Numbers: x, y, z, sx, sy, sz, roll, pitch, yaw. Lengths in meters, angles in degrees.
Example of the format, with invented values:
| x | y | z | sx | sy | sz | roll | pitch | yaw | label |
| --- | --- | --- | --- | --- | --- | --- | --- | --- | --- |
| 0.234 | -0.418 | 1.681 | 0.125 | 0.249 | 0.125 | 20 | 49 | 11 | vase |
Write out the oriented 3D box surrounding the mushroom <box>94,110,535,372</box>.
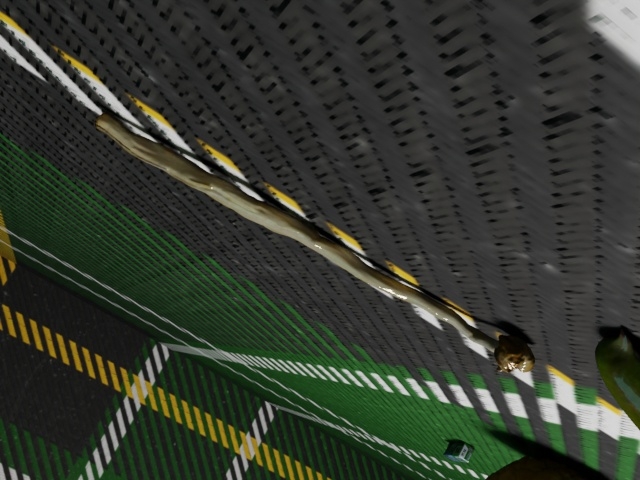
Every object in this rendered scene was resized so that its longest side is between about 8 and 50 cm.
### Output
| x | y | z | sx | sy | sz | roll | pitch | yaw | label |
| --- | --- | --- | --- | --- | --- | --- | --- | --- | --- |
| -0.002 | 0.003 | 0.421 | 0.286 | 0.026 | 0.028 | 30 | 148 | 0 | mushroom |

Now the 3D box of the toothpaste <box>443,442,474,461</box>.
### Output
| x | y | z | sx | sy | sz | roll | pitch | yaw | label |
| --- | --- | --- | --- | --- | --- | --- | --- | --- | --- |
| 0.183 | 0.281 | 0.975 | 0.017 | 0.020 | 0.083 | 31 | 164 | 5 | toothpaste |

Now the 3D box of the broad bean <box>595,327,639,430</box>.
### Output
| x | y | z | sx | sy | sz | roll | pitch | yaw | label |
| --- | --- | --- | --- | --- | --- | --- | --- | --- | --- |
| 0.232 | 0.155 | 0.341 | 0.297 | 0.043 | 0.060 | 52 | 146 | 1 | broad bean |

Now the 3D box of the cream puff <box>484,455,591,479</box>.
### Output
| x | y | z | sx | sy | sz | roll | pitch | yaw | label |
| --- | --- | --- | --- | --- | --- | --- | --- | --- | --- |
| 0.229 | 0.273 | 0.726 | 0.143 | 0.103 | 0.126 | 16 | 147 | 37 | cream puff |
